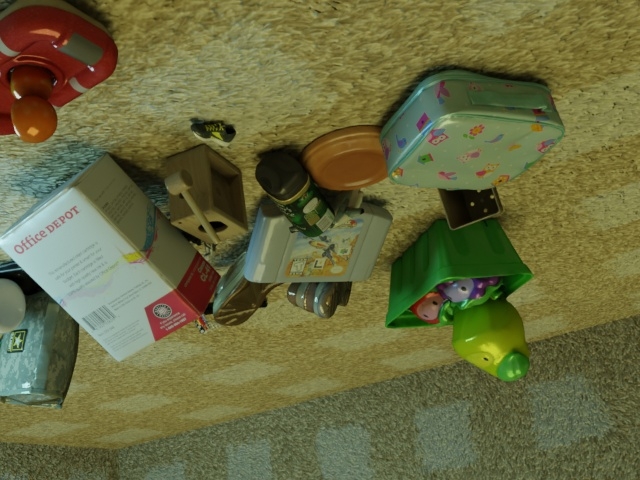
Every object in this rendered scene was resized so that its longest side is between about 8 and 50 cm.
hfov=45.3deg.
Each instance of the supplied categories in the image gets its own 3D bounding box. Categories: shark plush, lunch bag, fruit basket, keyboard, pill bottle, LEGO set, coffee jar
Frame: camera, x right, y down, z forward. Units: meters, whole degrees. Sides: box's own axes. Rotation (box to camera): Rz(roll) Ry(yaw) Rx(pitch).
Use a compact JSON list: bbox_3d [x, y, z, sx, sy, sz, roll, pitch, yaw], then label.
[{"bbox_3d":[0.014,-0.056,1.516,0.161,0.067,0.073,-27,-179,6],"label":"shark plush"},{"bbox_3d":[0.259,-0.184,1.297,0.279,0.108,0.224,0,150,-27],"label":"lunch bag"},{"bbox_3d":[0.346,0.170,1.851,0.283,0.392,0.392,-1,156,-19],"label":"fruit basket"},{"bbox_3d":[-0.239,0.173,2.081,0.192,0.038,0.100,-8,-179,-6],"label":"keyboard"},{"bbox_3d":[-0.652,0.258,1.784,0.169,0.235,0.287,11,159,-17],"label":"lunch bag"},{"bbox_3d":[-0.594,0.101,1.755,0.202,0.033,0.317,-8,159,15],"label":"keyboard"},{"bbox_3d":[-0.755,0.144,1.654,0.215,0.117,0.117,-5,161,22],"label":"pill bottle"},{"bbox_3d":[-0.307,0.115,1.733,0.060,0.182,0.244,-31,161,-5],"label":"LEGO set"},{"bbox_3d":[-0.046,-0.085,1.408,0.079,0.096,0.184,-46,145,-6],"label":"coffee jar"}]

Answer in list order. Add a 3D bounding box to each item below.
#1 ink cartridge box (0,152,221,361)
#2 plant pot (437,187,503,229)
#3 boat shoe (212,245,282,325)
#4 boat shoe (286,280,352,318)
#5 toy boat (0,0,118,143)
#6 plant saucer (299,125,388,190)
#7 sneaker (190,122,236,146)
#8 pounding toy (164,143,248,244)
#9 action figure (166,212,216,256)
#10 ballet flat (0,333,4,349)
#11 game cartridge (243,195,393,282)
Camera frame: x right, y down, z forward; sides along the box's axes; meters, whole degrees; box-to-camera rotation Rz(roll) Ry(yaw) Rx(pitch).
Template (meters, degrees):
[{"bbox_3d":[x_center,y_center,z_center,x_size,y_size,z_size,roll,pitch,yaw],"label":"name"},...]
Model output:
[{"bbox_3d":[-0.362,0.035,1.338,0.226,0.131,0.306,-28,111,28],"label":"ink cartridge box"},{"bbox_3d":[0.316,-0.086,1.573,0.109,0.109,0.096,-22,167,27],"label":"plant pot"},{"bbox_3d":[-0.136,0.051,1.715,0.122,0.110,0.341,25,123,-38],"label":"boat shoe"},{"bbox_3d":[0.006,0.098,1.815,0.116,0.123,0.324,11,-174,13],"label":"boat shoe"},{"bbox_3d":[-0.370,-0.192,0.978,0.231,0.151,0.151,-22,154,29],"label":"toy boat"},{"bbox_3d":[0.061,-0.144,1.413,0.200,0.037,0.200,-7,158,-3],"label":"plant saucer"},{"bbox_3d":[-0.174,-0.180,1.250,0.083,0.031,0.035,9,138,-46],"label":"sneaker"},{"bbox_3d":[-0.216,-0.064,1.306,0.094,0.181,0.206,-17,156,20],"label":"pounding toy"},{"bbox_3d":[-0.292,0.007,1.487,0.276,0.164,0.141,-6,118,5],"label":"action figure"},{"bbox_3d":[-0.845,0.247,1.980,0.073,0.080,0.232,28,143,-12],"label":"ballet flat"},{"bbox_3d":[0.000,0.000,1.607,0.297,0.062,0.198,0,132,-25],"label":"game cartridge"}]
